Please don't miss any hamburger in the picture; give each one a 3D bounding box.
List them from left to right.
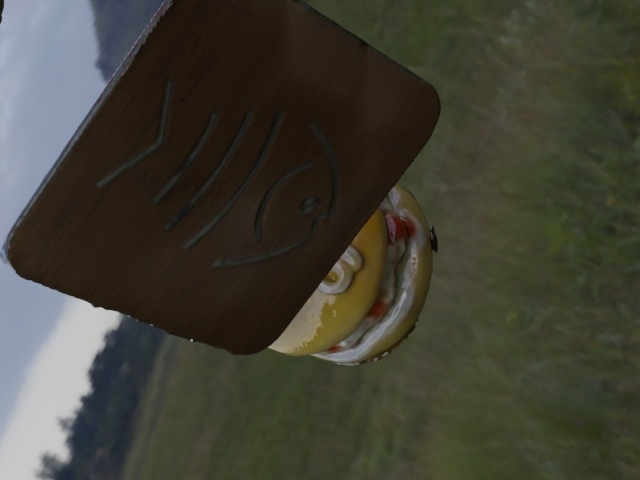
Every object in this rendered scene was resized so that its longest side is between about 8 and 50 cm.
[{"bbox_3d":[0.000,0.000,1.723,0.186,0.261,0.303,23,-101,-50],"label":"hamburger"}]

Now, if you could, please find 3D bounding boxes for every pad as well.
[{"bbox_3d":[-0.065,-0.049,1.054,0.286,0.284,0.018,-53,43,13],"label":"pad"}]

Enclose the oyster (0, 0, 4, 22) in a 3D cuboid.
[{"bbox_3d":[-0.183,-0.125,0.481,0.163,0.191,0.081,81,-163,-47],"label":"oyster"}]
